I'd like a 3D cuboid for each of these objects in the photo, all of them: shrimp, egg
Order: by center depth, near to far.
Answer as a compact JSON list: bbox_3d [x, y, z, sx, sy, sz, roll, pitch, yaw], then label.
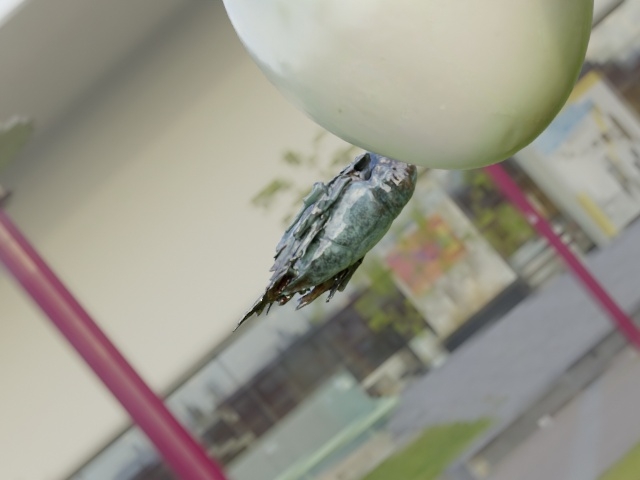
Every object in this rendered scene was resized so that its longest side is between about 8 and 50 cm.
[{"bbox_3d":[0.069,-0.211,1.484,0.283,0.345,0.283,-22,-31,-14],"label":"egg"},{"bbox_3d":[0.000,0.000,1.751,0.233,0.090,0.079,-45,38,-13],"label":"shrimp"}]
